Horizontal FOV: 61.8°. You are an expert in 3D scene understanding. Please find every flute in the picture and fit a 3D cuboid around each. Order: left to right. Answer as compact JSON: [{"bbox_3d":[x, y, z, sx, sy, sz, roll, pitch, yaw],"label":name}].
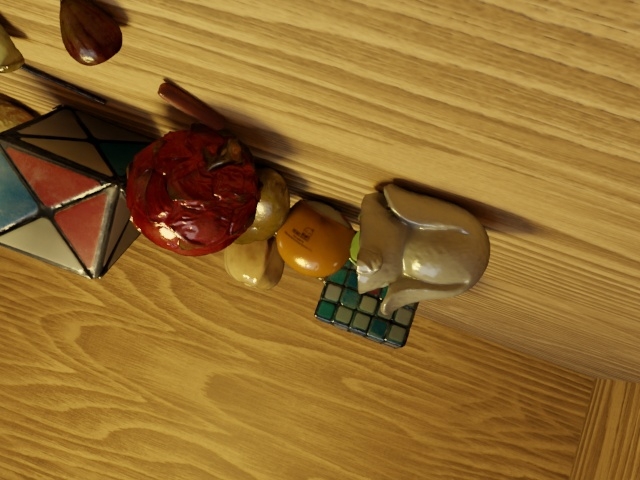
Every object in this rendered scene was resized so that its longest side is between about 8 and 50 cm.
[{"bbox_3d":[-0.610,-0.364,1.192,0.269,0.014,0.014,23,169,-16],"label":"flute"}]

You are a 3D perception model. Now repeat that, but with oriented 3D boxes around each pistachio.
[{"bbox_3d":[-0.227,0.049,1.894,0.230,0.309,0.230,0,133,1],"label":"pistachio"}]

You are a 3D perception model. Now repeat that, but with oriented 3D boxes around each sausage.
[{"bbox_3d":[-0.243,-0.253,1.019,0.147,0.030,0.035,29,167,-39],"label":"sausage"}]

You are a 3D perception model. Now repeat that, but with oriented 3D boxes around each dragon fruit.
[{"bbox_3d":[-0.274,-0.103,1.146,0.277,0.277,0.342,27,146,-34],"label":"dragon fruit"}]

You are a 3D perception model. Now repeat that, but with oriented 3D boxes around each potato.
[{"bbox_3d":[-0.188,-0.095,1.388,0.176,0.195,0.369,-1,173,-31],"label":"potato"}]

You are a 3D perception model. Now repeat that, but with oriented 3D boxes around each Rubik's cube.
[{"bbox_3d":[-0.607,-0.131,1.359,0.307,0.305,0.310,20,-154,-5],"label":"Rubik's cube"},{"bbox_3d":[0.162,0.165,1.703,0.287,0.292,0.293,19,168,7],"label":"Rubik's cube"}]

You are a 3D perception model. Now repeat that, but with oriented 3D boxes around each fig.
[{"bbox_3d":[-0.350,-0.321,0.781,0.089,0.089,0.125,12,141,40],"label":"fig"}]

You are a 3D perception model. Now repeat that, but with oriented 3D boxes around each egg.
[{"bbox_3d":[-0.933,-0.304,1.603,0.203,0.203,0.245,21,146,-4],"label":"egg"}]

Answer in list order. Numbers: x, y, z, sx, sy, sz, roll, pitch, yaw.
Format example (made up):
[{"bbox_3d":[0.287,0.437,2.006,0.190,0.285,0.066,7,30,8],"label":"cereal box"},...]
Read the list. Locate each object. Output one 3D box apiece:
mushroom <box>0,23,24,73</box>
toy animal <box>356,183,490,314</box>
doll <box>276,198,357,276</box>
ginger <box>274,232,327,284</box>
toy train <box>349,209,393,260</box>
[{"bbox_3d":[-0.620,-0.392,0.897,0.100,0.081,0.312,15,165,10],"label":"mushroom"},{"bbox_3d":[0.209,0.024,1.092,0.265,0.271,0.206,5,-167,10],"label":"toy animal"},{"bbox_3d":[0.000,0.000,1.443,0.213,0.213,0.236,15,179,27],"label":"doll"},{"bbox_3d":[-0.079,0.013,1.785,0.148,0.081,0.333,-29,105,37],"label":"ginger"},{"bbox_3d":[0.174,0.025,1.314,0.253,0.157,0.105,28,167,-40],"label":"toy train"}]
